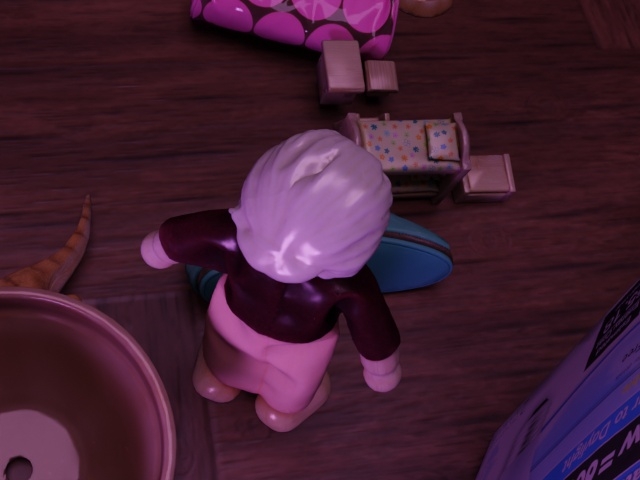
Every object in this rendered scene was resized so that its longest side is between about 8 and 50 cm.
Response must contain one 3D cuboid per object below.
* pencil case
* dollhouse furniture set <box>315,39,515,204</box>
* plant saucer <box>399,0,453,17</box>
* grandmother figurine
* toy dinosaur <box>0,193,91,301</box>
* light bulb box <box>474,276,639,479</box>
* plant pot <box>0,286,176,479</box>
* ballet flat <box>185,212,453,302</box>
[{"bbox_3d":[-0.025,-0.249,0.963,0.209,0.098,0.095,11,19,-10],"label":"pencil case"},{"bbox_3d":[0.100,-0.127,0.912,0.181,0.101,0.161,-3,72,-14],"label":"dollhouse furniture set"},{"bbox_3d":[0.113,-0.287,1.059,0.083,0.015,0.083,6,62,-11],"label":"plant saucer"},{"bbox_3d":[-0.030,0.036,0.672,0.207,0.342,0.104,18,61,-4],"label":"grandmother figurine"},{"bbox_3d":[-0.235,0.044,0.781,0.112,0.064,0.211,42,62,11],"label":"toy dinosaur"},{"bbox_3d":[0.223,0.221,0.581,0.225,0.358,0.361,33,43,5],"label":"light bulb box"},{"bbox_3d":[-0.226,0.162,0.688,0.237,0.110,0.237,4,68,-10],"label":"plant pot"},{"bbox_3d":[0.000,0.000,0.851,0.247,0.083,0.087,-4,50,-17],"label":"ballet flat"}]
